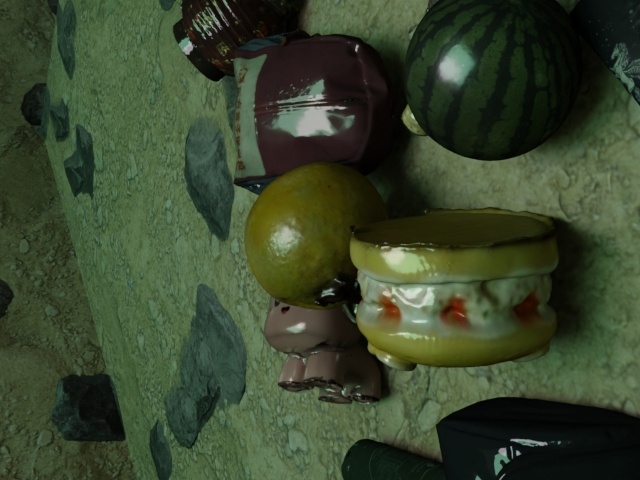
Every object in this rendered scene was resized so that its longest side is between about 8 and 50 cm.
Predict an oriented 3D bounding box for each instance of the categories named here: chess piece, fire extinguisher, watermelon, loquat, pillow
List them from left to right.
[{"bbox_3d":[0.000,0.000,1.045,0.244,0.244,0.243,14,106,56],"label":"loquat"},{"bbox_3d":[0.151,0.391,1.089,0.311,0.115,0.095,-4,95,56],"label":"fire extinguisher"},{"bbox_3d":[0.169,-0.224,0.981,0.172,0.060,0.060,115,137,-55],"label":"chess piece"},{"bbox_3d":[0.202,-0.202,0.820,0.212,0.212,0.212,14,106,56],"label":"watermelon"},{"bbox_3d":[0.355,-0.216,0.722,0.141,0.055,0.208,-53,51,44],"label":"pillow"}]

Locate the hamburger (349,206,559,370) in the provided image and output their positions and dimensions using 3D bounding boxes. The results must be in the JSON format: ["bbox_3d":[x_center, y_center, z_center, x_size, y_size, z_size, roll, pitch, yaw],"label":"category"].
[{"bbox_3d":[0.163,0.062,0.899,0.303,0.261,0.186,-142,48,-71],"label":"hamburger"}]

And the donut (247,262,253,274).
[{"bbox_3d":[-0.082,0.000,1.340,0.178,0.065,0.162,-62,6,-21],"label":"donut"}]

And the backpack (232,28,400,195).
[{"bbox_3d":[-0.005,-0.219,1.165,0.317,0.197,0.283,0,97,41],"label":"backpack"}]

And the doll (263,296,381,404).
[{"bbox_3d":[0.012,0.138,1.232,0.284,0.216,0.268,-12,59,41],"label":"doll"}]

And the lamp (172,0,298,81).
[{"bbox_3d":[-0.160,-0.428,1.351,0.247,0.247,0.246,14,106,56],"label":"lamp"}]

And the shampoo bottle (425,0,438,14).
[{"bbox_3d":[0.193,-0.379,0.944,0.068,0.067,0.236,37,125,38],"label":"shampoo bottle"}]

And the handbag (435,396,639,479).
[{"bbox_3d":[0.276,0.354,0.822,0.275,0.178,0.301,-11,85,58],"label":"handbag"}]
